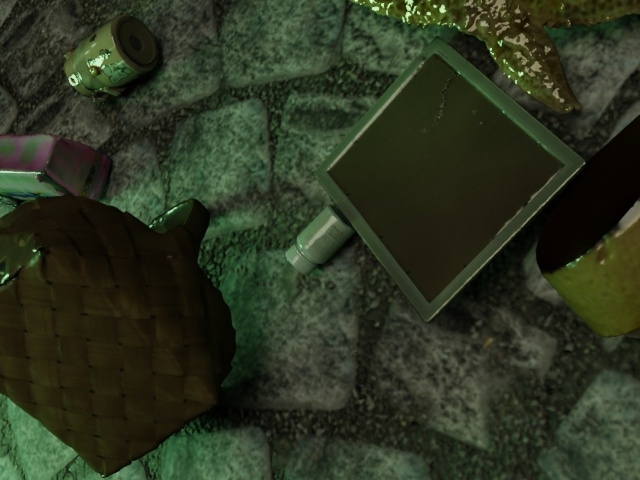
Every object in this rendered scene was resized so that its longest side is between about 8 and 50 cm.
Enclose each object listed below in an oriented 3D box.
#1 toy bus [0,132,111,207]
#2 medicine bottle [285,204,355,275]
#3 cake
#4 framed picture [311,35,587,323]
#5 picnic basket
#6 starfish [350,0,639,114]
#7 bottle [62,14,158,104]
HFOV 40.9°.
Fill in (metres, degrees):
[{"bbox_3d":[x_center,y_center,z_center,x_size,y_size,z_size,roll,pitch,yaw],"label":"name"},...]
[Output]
[{"bbox_3d":[-0.455,-0.109,1.314,0.274,0.112,0.090,4,71,32],"label":"toy bus"},{"bbox_3d":[0.000,0.000,1.034,0.083,0.047,0.047,-46,58,14],"label":"medicine bottle"},{"bbox_3d":[0.318,0.005,0.771,0.178,0.185,0.208,33,72,-6],"label":"cake"},{"bbox_3d":[0.128,-0.078,0.958,0.231,0.018,0.293,-47,45,13],"label":"framed picture"},{"bbox_3d":[-0.253,0.070,1.069,0.293,0.337,0.337,-35,61,27],"label":"picnic basket"},{"bbox_3d":[0.204,-0.336,0.968,0.324,0.082,0.432,-50,58,4],"label":"starfish"},{"bbox_3d":[-0.322,-0.264,1.287,0.152,0.099,0.099,-21,66,33],"label":"bottle"}]
